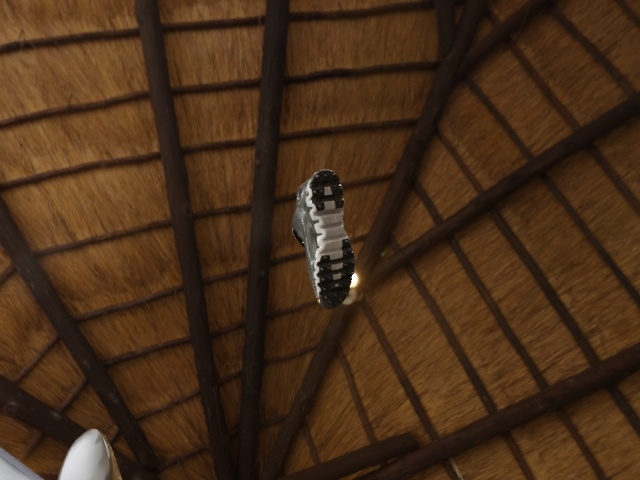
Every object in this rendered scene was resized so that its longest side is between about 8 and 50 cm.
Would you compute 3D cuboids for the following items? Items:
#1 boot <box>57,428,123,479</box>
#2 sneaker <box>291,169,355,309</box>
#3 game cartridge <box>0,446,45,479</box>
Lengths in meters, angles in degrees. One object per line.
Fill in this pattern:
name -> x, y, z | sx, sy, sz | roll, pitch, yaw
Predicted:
boot -> -0.338, 0.445, 0.798 | 0.112, 0.115, 0.305 | -40, -133, 0
sneaker -> 0.000, 0.000, 0.864 | 0.078, 0.106, 0.234 | -8, -86, -29
game cartridge -> -0.360, 0.329, 0.463 | 0.196, 0.060, 0.294 | 27, -88, 17
